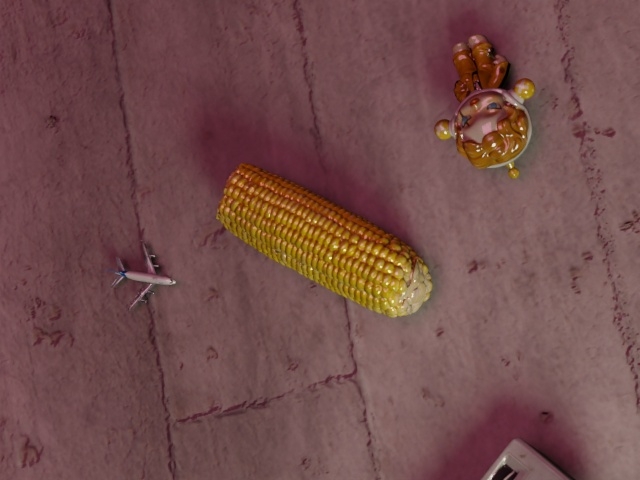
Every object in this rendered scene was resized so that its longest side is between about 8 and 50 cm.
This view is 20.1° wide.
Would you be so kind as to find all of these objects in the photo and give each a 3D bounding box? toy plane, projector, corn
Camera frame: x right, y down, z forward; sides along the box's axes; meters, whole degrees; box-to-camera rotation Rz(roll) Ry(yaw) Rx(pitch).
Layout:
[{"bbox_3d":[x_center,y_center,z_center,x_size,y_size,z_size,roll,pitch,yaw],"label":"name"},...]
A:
[{"bbox_3d":[-0.187,0.039,1.910,0.084,0.024,0.078,9,84,23],"label":"toy plane"},{"bbox_3d":[0.180,0.270,1.629,0.147,0.061,0.115,-53,41,1],"label":"projector"},{"bbox_3d":[0.000,0.000,1.785,0.248,0.081,0.081,28,94,29],"label":"corn"}]

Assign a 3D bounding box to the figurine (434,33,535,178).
[{"bbox_3d":[0.156,-0.129,1.741,0.101,0.068,0.143,-46,51,9],"label":"figurine"}]
